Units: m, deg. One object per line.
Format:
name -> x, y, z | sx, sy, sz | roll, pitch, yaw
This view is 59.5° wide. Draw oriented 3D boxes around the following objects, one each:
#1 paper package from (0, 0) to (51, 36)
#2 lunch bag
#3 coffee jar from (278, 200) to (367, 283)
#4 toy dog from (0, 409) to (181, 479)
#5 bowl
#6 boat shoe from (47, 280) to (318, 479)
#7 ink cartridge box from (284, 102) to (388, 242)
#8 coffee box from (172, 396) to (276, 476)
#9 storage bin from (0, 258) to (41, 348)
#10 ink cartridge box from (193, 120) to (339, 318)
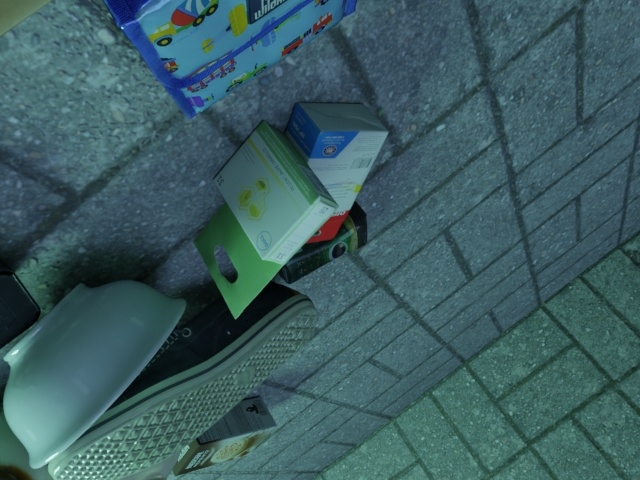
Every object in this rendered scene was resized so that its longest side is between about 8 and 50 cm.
paper package -> -0.240, -0.303, 0.308 | 0.324, 0.168, 0.309 | -35, 147, 0
lunch bag -> -0.065, -0.228, 0.461 | 0.221, 0.138, 0.293 | -34, -169, -3
coffee jar -> 0.000, 0.000, 1.027 | 0.184, 0.079, 0.096 | -26, 148, -14
toy dog -> -0.443, 0.407, 0.963 | 0.395, 0.284, 0.408 | -53, 145, 12
bowl -> -0.342, 0.155, 0.798 | 0.298, 0.134, 0.298 | -43, -168, 11
boat shoe -> -0.227, 0.220, 0.958 | 0.500, 0.156, 0.187 | -34, 146, -31
ink cartridge box -> -0.004, -0.100, 0.891 | 0.134, 0.078, 0.231 | -8, 139, -36
coffee box -> -0.255, 0.492, 1.421 | 0.246, 0.098, 0.141 | 4, 131, -47
storage bin -> -0.449, 0.095, 0.665 | 0.180, 0.084, 0.122 | -43, 155, -29
ink cartridge box -> -0.102, -0.028, 0.804 | 0.235, 0.171, 0.056 | -46, 147, 17
